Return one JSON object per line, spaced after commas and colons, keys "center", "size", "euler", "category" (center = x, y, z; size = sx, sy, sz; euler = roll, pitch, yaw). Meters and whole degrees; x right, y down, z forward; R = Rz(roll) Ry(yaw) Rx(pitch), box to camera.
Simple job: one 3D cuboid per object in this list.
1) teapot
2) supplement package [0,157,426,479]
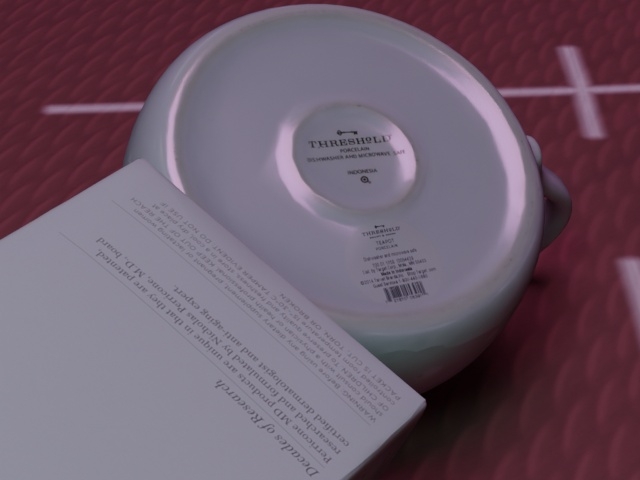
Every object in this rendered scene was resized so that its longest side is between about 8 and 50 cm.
{"center": [0.000, 0.000, 0.879], "size": [0.256, 0.187, 0.252], "euler": [29, 56, 2], "category": "teapot"}
{"center": [-0.129, 0.130, 0.605], "size": [0.175, 0.177, 0.293], "euler": [40, 44, 13], "category": "supplement package"}
